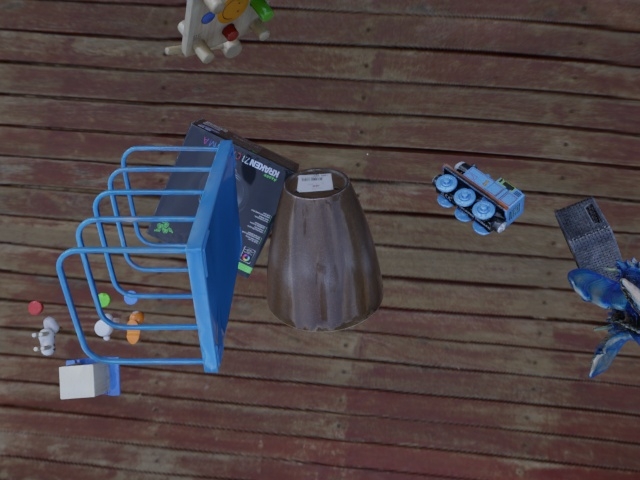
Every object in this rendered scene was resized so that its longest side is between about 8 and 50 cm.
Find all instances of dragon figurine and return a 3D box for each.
[{"bbox_3d":[0.246,0.058,0.438,0.144,0.289,0.085,-14,84,47],"label":"dragon figurine"}]

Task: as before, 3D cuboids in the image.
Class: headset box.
[{"bbox_3d":[-0.215,-0.086,1.258,0.247,0.131,0.283,26,106,-7],"label":"headset box"}]

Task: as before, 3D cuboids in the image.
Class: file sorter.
[{"bbox_3d":[-0.128,0.006,0.471,0.105,0.170,0.118,-1,124,-1],"label":"file sorter"}]

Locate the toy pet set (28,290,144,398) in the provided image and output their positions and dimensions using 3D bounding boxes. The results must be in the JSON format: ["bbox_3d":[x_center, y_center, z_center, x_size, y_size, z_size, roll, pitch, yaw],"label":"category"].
[{"bbox_3d":[-0.248,0.117,0.633,0.122,0.065,0.114,-5,85,4],"label":"toy pet set"}]

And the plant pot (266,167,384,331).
[{"bbox_3d":[0.000,0.000,0.979,0.216,0.215,0.230,-1,124,5],"label":"plant pot"}]

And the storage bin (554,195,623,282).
[{"bbox_3d":[0.581,0.011,1.219,0.084,0.122,0.180,-24,128,20],"label":"storage bin"}]

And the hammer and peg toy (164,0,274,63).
[{"bbox_3d":[-0.246,-0.562,1.467,0.266,0.361,0.127,-33,82,-28],"label":"hammer and peg toy"}]

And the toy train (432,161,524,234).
[{"bbox_3d":[0.310,-0.089,1.128,0.105,0.080,0.184,-38,56,-11],"label":"toy train"}]
